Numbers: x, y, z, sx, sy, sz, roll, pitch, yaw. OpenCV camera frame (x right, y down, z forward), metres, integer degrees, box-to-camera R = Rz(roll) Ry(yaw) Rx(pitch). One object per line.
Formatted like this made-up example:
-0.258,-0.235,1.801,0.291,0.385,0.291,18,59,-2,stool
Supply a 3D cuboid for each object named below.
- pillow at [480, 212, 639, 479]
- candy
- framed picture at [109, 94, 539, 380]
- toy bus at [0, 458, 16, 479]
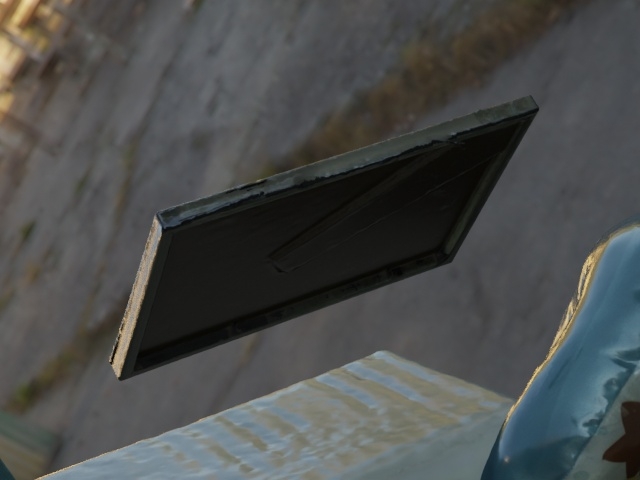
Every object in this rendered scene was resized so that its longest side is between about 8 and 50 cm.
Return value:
0.162,0.083,1.054,0.233,0.086,0.214,-61,1,-30,pillow
-0.034,0.203,1.153,0.208,0.358,0.145,22,125,57,candy
0.000,0.000,0.630,0.149,0.011,0.109,-19,-23,-26,framed picture
-0.216,0.204,0.859,0.147,0.128,0.256,-23,18,13,toy bus
